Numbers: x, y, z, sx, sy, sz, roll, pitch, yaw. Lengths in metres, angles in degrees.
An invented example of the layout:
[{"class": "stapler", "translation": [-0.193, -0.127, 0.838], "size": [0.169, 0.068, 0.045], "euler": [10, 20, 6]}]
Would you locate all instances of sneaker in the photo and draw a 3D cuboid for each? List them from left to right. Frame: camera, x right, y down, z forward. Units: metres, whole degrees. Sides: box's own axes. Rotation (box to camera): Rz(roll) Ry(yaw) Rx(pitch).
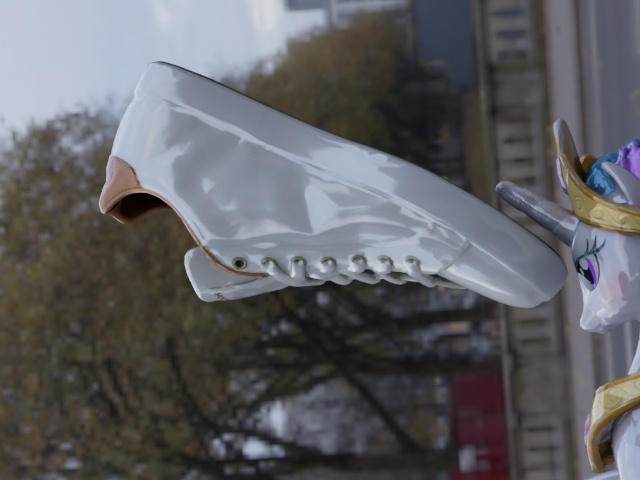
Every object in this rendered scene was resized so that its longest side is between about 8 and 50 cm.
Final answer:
[{"class": "sneaker", "translation": [0.000, 0.000, 0.935], "size": [0.123, 0.290, 0.106], "euler": [-65, -22, -5]}]

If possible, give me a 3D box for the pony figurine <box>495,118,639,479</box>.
[{"class": "pony figurine", "translation": [0.255, 0.110, 0.829], "size": [0.302, 0.351, 0.364], "euler": [-2, -90, -57]}]
